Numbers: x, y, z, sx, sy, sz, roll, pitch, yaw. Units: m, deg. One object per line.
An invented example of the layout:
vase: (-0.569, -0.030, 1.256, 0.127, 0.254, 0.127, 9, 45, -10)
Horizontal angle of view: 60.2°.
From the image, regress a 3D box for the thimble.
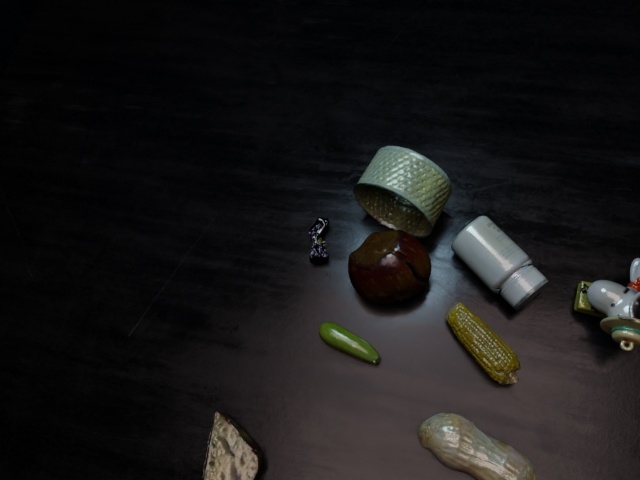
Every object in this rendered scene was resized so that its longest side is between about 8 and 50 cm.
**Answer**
thimble: (0.241, -0.142, 1.622, 0.270, 0.271, 0.150, 27, 74, 19)

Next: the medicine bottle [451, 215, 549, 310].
medicine bottle: (0.504, 0.063, 1.558, 0.143, 0.143, 0.258, -38, 66, -4)

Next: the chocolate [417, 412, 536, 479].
chocolate: (0.397, 0.542, 1.403, 0.309, 0.134, 0.134, 25, 76, 19)

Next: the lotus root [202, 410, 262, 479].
lotus root: (-0.248, 0.625, 1.535, 0.170, 0.074, 0.261, 8, 70, 14)

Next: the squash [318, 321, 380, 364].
squash: (0.082, 0.299, 1.598, 0.201, 0.066, 0.066, 28, 77, 17)

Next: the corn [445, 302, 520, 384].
corn: (0.445, 0.283, 1.514, 0.097, 0.097, 0.262, -36, 64, -4)

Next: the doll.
doll: (0.830, 0.138, 1.411, 0.271, 0.144, 0.208, -30, 58, 3)

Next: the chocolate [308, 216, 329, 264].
chocolate: (-0.003, 0.001, 1.738, 0.072, 0.070, 0.147, -7, 58, 20)

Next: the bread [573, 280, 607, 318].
bread: (0.817, 0.178, 1.501, 0.225, 0.049, 0.088, 13, 72, 15)

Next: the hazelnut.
hazelnut: (0.201, 0.076, 1.601, 0.233, 0.218, 0.218, -22, 65, 23)
